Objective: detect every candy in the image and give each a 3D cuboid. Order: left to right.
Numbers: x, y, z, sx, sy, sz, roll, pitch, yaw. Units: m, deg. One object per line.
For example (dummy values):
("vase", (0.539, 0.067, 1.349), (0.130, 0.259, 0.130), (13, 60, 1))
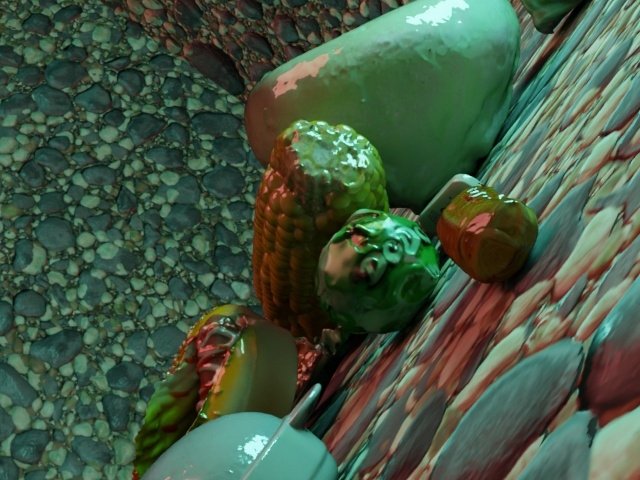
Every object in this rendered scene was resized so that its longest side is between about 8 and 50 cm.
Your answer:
("candy", (0.012, 0.088, 1.030), (0.097, 0.097, 0.323), (-57, -5, -37))

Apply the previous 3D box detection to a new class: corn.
("corn", (0.000, 0.000, 1.107), (0.130, 0.130, 0.347), (-56, -13, -20))

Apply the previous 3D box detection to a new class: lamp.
("lamp", (-0.081, 0.197, 0.762), (0.246, 0.108, 0.179), (-57, -1, -42))

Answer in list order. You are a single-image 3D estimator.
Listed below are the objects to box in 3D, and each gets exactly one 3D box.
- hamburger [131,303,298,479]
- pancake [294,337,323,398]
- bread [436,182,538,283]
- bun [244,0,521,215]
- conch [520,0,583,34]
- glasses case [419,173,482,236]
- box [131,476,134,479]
("hamburger", (-0.089, 0.155, 1.028), (0.173, 0.116, 0.210), (140, 146, -83))
("pancake", (-0.059, 0.192, 1.332), (0.244, 0.057, 0.266), (-37, 20, 53))
("bread", (0.098, -0.006, 0.754), (0.052, 0.044, 0.157), (-52, 3, 4))
("bun", (0.078, -0.120, 1.208), (0.293, 0.187, 0.293), (-25, 6, 3))
("conch", (0.243, -0.289, 1.244), (0.116, 0.106, 0.173), (-36, -20, -22))
("glasses case", (0.108, -0.028, 1.023), (0.021, 0.032, 0.083), (-60, 5, -33))
("box", (-0.183, 0.299, 1.464), (0.152, 0.043, 0.269), (-58, -11, -32))
